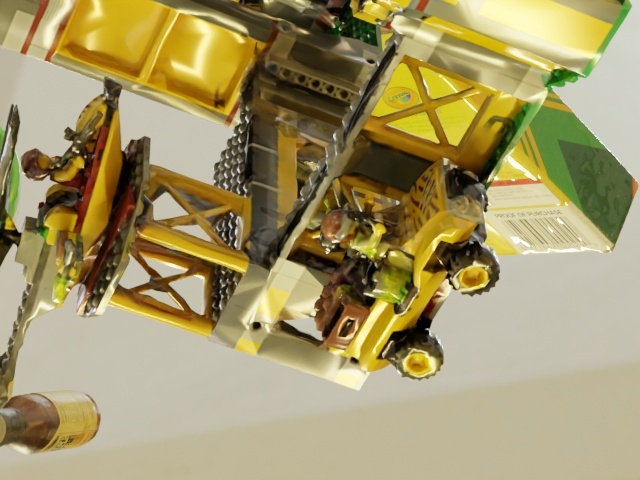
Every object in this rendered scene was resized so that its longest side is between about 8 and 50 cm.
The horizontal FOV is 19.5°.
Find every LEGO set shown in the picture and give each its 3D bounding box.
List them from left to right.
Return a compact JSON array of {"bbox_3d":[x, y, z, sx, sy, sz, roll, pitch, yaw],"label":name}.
[{"bbox_3d":[-0.040,-0.115,0.631,0.331,0.192,0.255,-88,-157,-45],"label":"LEGO set"}]

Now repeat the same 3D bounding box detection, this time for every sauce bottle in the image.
[{"bbox_3d":[-0.189,0.121,1.227,0.042,0.128,0.042,-1,-92,21],"label":"sauce bottle"}]

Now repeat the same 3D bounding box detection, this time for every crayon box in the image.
[{"bbox_3d":[0.118,-0.107,1.694,0.202,0.318,0.081,-2,-126,48],"label":"crayon box"}]

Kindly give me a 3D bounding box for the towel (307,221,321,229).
[{"bbox_3d":[0.000,0.000,1.677,0.152,0.023,0.113,-27,-131,-18],"label":"towel"}]

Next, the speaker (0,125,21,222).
[{"bbox_3d":[-0.314,0.004,1.427,0.296,0.131,0.131,-48,-163,59],"label":"speaker"}]
